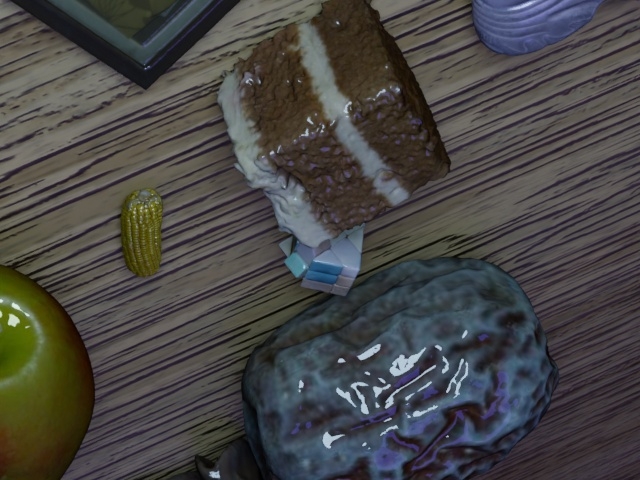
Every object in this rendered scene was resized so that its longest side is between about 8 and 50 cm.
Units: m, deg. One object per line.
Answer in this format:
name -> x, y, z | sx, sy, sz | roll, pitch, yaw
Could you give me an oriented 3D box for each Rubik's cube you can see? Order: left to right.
Rubik's cube -> -0.001, 0.003, 1.066 | 0.073, 0.084, 0.075 | 9, 135, -7

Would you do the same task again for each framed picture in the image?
framed picture -> -0.140, -0.191, 0.821 | 0.128, 0.023, 0.168 | -41, 138, 16

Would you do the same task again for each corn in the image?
corn -> -0.153, -0.005, 1.002 | 0.037, 0.037, 0.092 | -12, 138, -16

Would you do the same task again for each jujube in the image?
jujube -> 0.078, 0.146, 1.145 | 0.317, 0.226, 0.226 | -24, 140, -5

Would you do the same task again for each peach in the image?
peach -> -0.296, 0.129, 0.932 | 0.231, 0.231, 0.231 | -15, 138, -13

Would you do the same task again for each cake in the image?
cake -> 0.008, -0.094, 0.926 | 0.147, 0.134, 0.135 | -26, 141, 14

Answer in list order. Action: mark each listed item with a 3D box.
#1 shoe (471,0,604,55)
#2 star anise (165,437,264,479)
shoe -> 0.221, -0.247, 0.898 | 0.245, 0.095, 0.137 | -23, 143, 6
star anise -> -0.065, 0.313, 1.330 | 0.315, 0.108, 0.315 | -9, 135, -9
